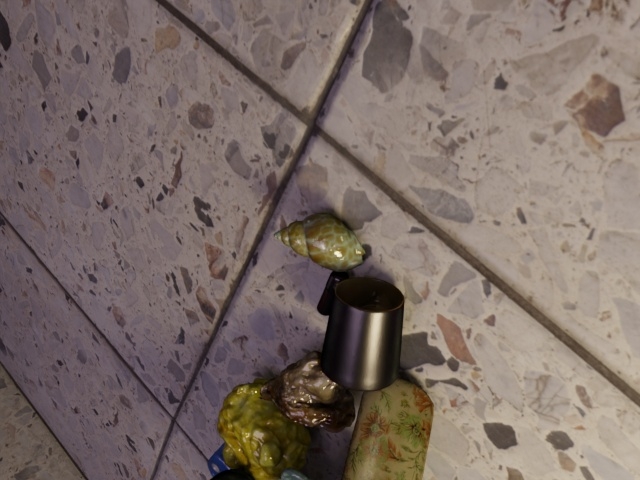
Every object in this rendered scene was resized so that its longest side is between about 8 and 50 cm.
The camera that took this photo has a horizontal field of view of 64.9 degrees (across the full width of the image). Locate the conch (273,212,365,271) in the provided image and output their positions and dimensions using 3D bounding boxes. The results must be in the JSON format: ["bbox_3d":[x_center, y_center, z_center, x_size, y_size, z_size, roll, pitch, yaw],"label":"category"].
[{"bbox_3d":[0.010,0.005,1.048,0.173,0.106,0.116,47,152,-6],"label":"conch"}]

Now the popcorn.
[{"bbox_3d":[-0.153,0.520,1.336,0.250,0.235,0.241,44,161,41],"label":"popcorn"}]

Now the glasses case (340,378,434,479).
[{"bbox_3d":[0.120,0.492,1.012,0.157,0.425,0.098,14,160,8],"label":"glasses case"}]

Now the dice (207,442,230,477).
[{"bbox_3d":[-0.248,0.672,1.536,0.146,0.146,0.143,46,133,13],"label":"dice"}]

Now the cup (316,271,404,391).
[{"bbox_3d":[0.058,0.174,1.044,0.239,0.166,0.177,19,118,30],"label":"cup"}]

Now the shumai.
[{"bbox_3d":[-0.012,0.333,1.205,0.218,0.184,0.185,14,83,47],"label":"shumai"}]

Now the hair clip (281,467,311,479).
[{"bbox_3d":[0.091,0.675,1.197,0.392,0.238,0.318,38,130,20],"label":"hair clip"}]

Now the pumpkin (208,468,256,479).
[{"bbox_3d":[-0.216,0.682,1.200,0.216,0.250,0.249,-5,109,12],"label":"pumpkin"}]
